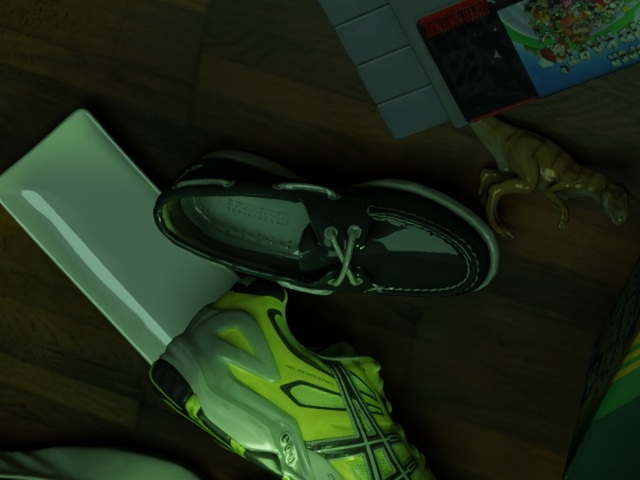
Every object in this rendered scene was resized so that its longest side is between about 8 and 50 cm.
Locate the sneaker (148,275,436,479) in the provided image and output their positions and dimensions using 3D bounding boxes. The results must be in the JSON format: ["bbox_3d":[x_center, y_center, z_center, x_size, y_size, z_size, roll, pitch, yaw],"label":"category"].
[{"bbox_3d":[0.028,0.184,1.350,0.385,0.145,0.147,41,78,-26],"label":"sneaker"}]

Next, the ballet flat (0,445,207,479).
[{"bbox_3d":[-0.311,0.282,1.520,0.400,0.139,0.139,5,118,15],"label":"ballet flat"}]

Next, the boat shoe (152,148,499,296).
[{"bbox_3d":[0.000,0.000,1.266,0.303,0.091,0.114,10,117,24],"label":"boat shoe"}]

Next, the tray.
[{"bbox_3d":[-0.173,0.008,1.390,0.145,0.030,0.270,-35,102,30],"label":"tray"}]

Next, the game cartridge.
[{"bbox_3d":[0.162,-0.222,1.094,0.355,0.068,0.230,-19,109,29],"label":"game cartridge"}]

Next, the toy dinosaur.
[{"bbox_3d":[0.165,-0.070,1.236,0.211,0.064,0.112,36,110,11],"label":"toy dinosaur"}]

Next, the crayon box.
[{"bbox_3d":[0.296,0.035,1.154,0.083,0.203,0.323,24,121,5],"label":"crayon box"}]
